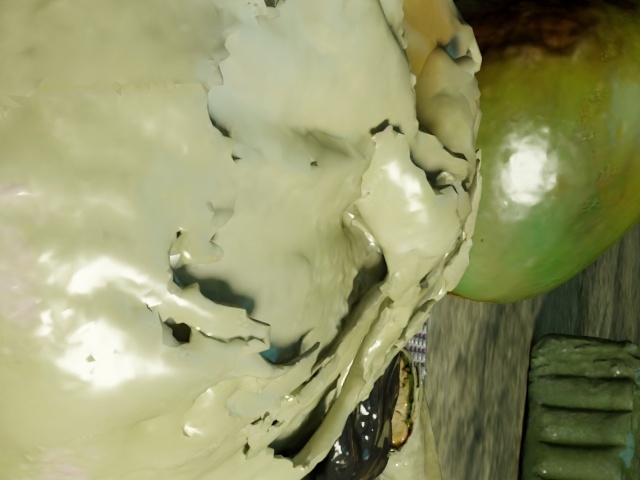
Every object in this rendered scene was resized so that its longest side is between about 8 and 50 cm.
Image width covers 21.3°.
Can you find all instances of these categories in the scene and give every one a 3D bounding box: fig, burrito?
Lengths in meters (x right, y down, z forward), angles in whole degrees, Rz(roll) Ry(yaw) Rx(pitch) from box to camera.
[{"bbox_3d":[0.107,-0.058,0.932,0.191,0.181,0.181,-69,164,1],"label":"fig"},{"bbox_3d":[0.050,0.134,0.999,0.055,0.041,0.149,-88,169,-61],"label":"burrito"}]

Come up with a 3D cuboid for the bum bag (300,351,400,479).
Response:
[{"bbox_3d":[0.001,0.000,0.752,0.102,0.069,0.248,-43,133,-47],"label":"bum bag"}]

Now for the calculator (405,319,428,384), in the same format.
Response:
[{"bbox_3d":[0.055,0.035,1.049,0.094,0.019,0.141,17,76,-72],"label":"calculator"}]

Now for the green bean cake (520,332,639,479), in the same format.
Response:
[{"bbox_3d":[0.260,0.227,1.639,0.222,0.125,0.227,65,35,-57],"label":"green bean cake"}]

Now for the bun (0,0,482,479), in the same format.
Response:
[{"bbox_3d":[-0.023,-0.040,0.516,0.287,0.146,0.287,2,90,-77],"label":"bun"}]
